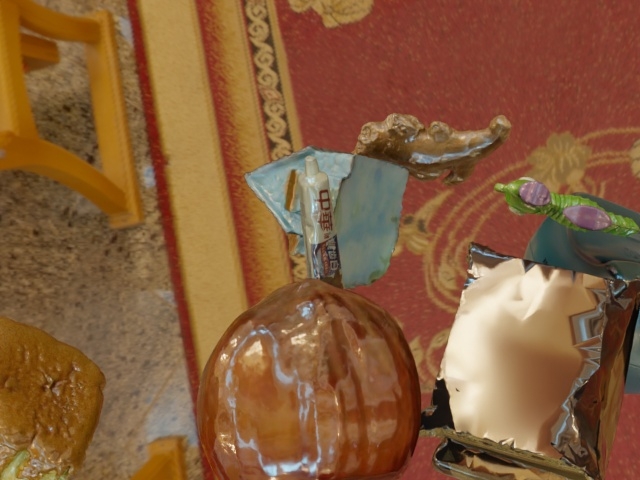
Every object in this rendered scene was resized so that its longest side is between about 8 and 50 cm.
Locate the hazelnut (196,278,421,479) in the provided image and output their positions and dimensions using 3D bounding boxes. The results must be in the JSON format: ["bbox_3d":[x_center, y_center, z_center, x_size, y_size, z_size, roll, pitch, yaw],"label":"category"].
[{"bbox_3d":[-0.014,0.144,0.787,0.210,0.186,0.210,7,61,-13],"label":"hazelnut"}]

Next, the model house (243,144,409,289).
[{"bbox_3d":[-0.013,-0.055,1.502,0.241,0.261,0.226,16,96,29],"label":"model house"}]

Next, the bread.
[{"bbox_3d":[-0.254,0.139,0.722,0.127,0.140,0.069,29,122,-22],"label":"bread"}]

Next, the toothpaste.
[{"bbox_3d":[0.000,0.000,1.081,0.038,0.060,0.234,31,136,47],"label":"toothpaste"}]

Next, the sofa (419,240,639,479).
[{"bbox_3d":[0.232,0.149,0.928,0.199,0.182,0.259,13,70,18],"label":"sofa"}]

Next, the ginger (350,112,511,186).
[{"bbox_3d":[0.196,-0.172,1.630,0.332,0.166,0.080,-2,48,12],"label":"ginger"}]

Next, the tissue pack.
[{"bbox_3d":[0.405,0.085,1.224,0.198,0.287,0.206,16,122,-15],"label":"tissue pack"}]

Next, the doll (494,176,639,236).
[{"bbox_3d":[0.313,-0.039,1.083,0.190,0.115,0.050,18,96,4],"label":"doll"}]
